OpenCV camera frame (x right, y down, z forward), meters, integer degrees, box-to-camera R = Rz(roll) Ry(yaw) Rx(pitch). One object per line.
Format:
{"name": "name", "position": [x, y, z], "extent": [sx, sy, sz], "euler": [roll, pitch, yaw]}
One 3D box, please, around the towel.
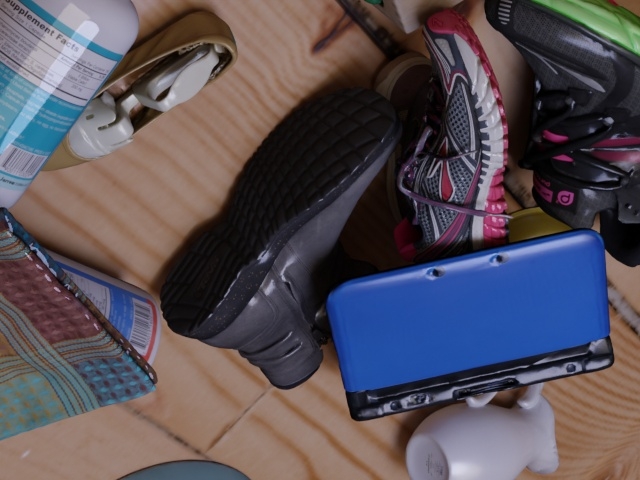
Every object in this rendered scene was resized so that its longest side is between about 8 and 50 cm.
{"name": "towel", "position": [-0.373, 0.113, 1.355], "extent": [0.370, 0.040, 0.271], "euler": [-18, 135, 18]}

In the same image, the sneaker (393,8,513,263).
{"name": "sneaker", "position": [0.125, -0.088, 1.463], "extent": [0.112, 0.121, 0.299], "euler": [-8, 128, -2]}

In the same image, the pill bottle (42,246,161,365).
{"name": "pill bottle", "position": [-0.275, 0.071, 1.441], "extent": [0.221, 0.124, 0.124], "euler": [27, 105, -40]}

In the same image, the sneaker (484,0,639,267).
{"name": "sneaker", "position": [0.310, -0.119, 1.626], "extent": [0.202, 0.185, 0.483], "euler": [-46, 132, -1]}

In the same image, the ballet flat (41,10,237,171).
{"name": "ballet flat", "position": [-0.179, -0.134, 1.390], "extent": [0.232, 0.073, 0.080], "euler": [-38, 132, -3]}

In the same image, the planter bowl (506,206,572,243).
{"name": "planter bowl", "position": [0.260, 0.074, 1.793], "extent": [0.217, 0.090, 0.217], "euler": [-16, 129, -21]}

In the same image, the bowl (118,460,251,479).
{"name": "bowl", "position": [-0.169, 0.429, 1.732], "extent": [0.312, 0.163, 0.311], "euler": [-16, 127, -22]}

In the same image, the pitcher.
{"name": "pitcher", "position": [0.211, 0.238, 1.872], "extent": [0.207, 0.125, 0.177], "euler": [-10, 106, -38]}

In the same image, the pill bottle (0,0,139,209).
{"name": "pill bottle", "position": [-0.256, -0.165, 1.272], "extent": [0.146, 0.146, 0.264], "euler": [30, 102, -41]}

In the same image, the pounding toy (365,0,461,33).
{"name": "pounding toy", "position": [0.080, -0.273, 1.411], "extent": [0.141, 0.130, 0.100], "euler": [-33, 132, -8]}

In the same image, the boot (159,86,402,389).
{"name": "boot", "position": [0.000, 0.000, 1.587], "extent": [0.338, 0.118, 0.223], "euler": [-45, 140, 13]}

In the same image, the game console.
{"name": "game console", "position": [0.158, 0.080, 1.612], "extent": [0.293, 0.250, 0.173], "euler": [-11, 97, 0]}

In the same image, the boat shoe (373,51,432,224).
{"name": "boat shoe", "position": [0.130, -0.071, 1.608], "extent": [0.103, 0.092, 0.285], "euler": [-26, 131, -12]}
